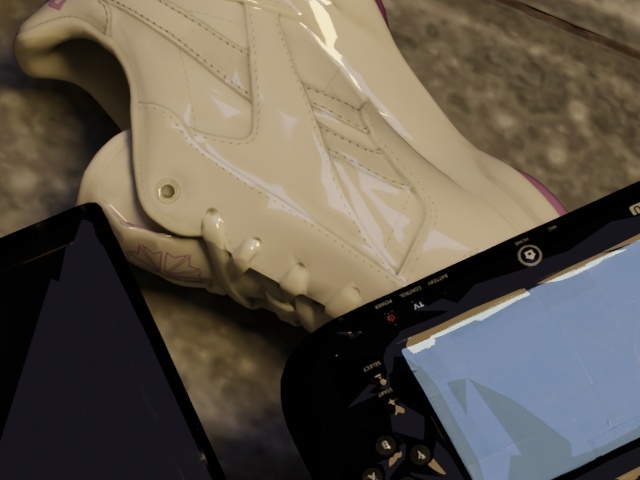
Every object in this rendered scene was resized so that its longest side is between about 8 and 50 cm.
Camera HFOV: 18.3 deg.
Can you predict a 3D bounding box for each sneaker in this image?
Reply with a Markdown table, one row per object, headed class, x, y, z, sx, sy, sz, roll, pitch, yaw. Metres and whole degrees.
| class | x | y | z | sx | sy | sz | roll | pitch | yaw |
| --- | --- | --- | --- | --- | --- | --- | --- | --- | --- |
| sneaker | 0.000 | 0.000 | 0.759 | 0.152 | 0.114 | 0.305 | -32 | 70 | -16 |

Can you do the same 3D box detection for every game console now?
| class | x | y | z | sx | sy | sz | roll | pitch | yaw |
| --- | --- | --- | --- | --- | --- | --- | --- | --- | --- |
| game console | 0.011 | 0.062 | 0.650 | 0.361 | 0.044 | 0.213 | -24 | 75 | -11 |
